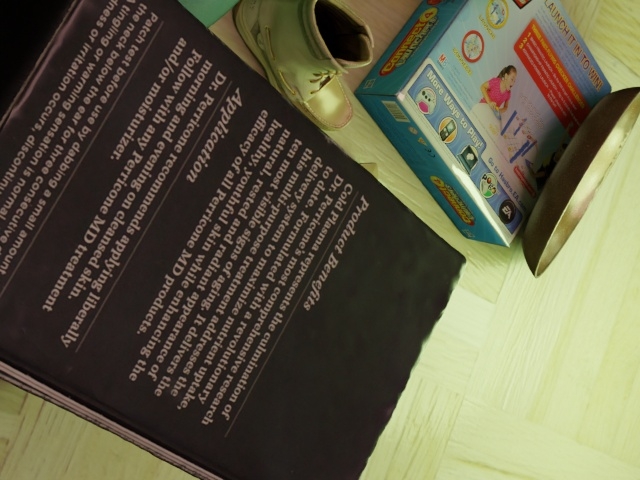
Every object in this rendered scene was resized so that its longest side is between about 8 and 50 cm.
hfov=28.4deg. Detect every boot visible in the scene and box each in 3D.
[{"bbox_3d":[0.007,-0.206,1.494,0.077,0.165,0.213,-50,123,-20],"label":"boot"}]

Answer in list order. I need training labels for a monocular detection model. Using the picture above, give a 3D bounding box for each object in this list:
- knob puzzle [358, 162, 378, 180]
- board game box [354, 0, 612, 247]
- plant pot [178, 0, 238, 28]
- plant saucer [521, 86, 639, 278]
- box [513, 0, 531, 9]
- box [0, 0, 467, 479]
[{"bbox_3d":[0.000,0.000,1.614,0.213,0.030,0.213,-8,102,-39],"label":"knob puzzle"},{"bbox_3d":[0.233,-0.205,1.733,0.302,0.086,0.308,-54,126,-19],"label":"board game box"},{"bbox_3d":[-0.214,-0.284,1.262,0.290,0.290,0.195,7,129,-40],"label":"plant pot"},{"bbox_3d":[0.366,-0.090,1.796,0.310,0.050,0.310,-54,165,-22],"label":"plant saucer"},{"bbox_3d":[0.265,-0.412,1.641,0.159,0.044,0.233,48,44,-4],"label":"box"},{"bbox_3d":[-0.220,-0.017,1.109,0.472,0.480,0.297,41,74,-42],"label":"box"}]
